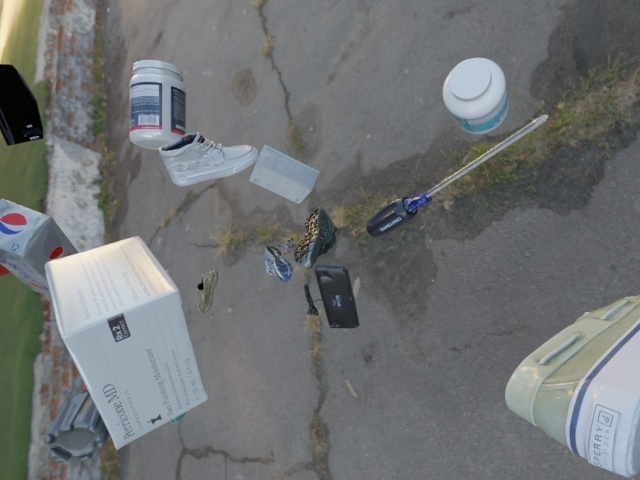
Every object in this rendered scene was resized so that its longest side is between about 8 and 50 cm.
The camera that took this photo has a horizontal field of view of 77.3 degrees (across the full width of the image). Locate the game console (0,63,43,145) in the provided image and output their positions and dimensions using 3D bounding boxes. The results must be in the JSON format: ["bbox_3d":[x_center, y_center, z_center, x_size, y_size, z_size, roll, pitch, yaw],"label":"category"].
[{"bbox_3d":[-0.898,-0.347,1.045,0.044,0.361,0.213,-6,111,13],"label":"game console"}]

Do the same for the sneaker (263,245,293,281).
[{"bbox_3d":[-0.115,0.073,1.067,0.135,0.052,0.058,53,126,48],"label":"sneaker"}]

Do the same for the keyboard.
[{"bbox_3d":[0.031,0.218,1.508,0.201,0.317,0.033,-2,36,15],"label":"keyboard"}]

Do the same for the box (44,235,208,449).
[{"bbox_3d":[-0.246,0.118,0.512,0.182,0.119,0.181,32,135,46],"label":"box"}]

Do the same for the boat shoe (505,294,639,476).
[{"bbox_3d":[0.289,0.098,0.377,0.094,0.302,0.109,17,112,51],"label":"boat shoe"}]

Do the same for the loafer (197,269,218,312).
[{"bbox_3d":[-0.355,0.155,1.226,0.056,0.050,0.148,45,120,57],"label":"loafer"}]

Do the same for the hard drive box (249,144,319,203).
[{"bbox_3d":[-0.146,-0.251,1.571,0.089,0.232,0.181,-69,13,-19],"label":"hard drive box"}]

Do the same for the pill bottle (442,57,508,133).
[{"bbox_3d":[0.403,-0.375,1.038,0.146,0.264,0.146,0,90,28],"label":"pill bottle"}]

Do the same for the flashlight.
[{"bbox_3d":[-0.355,0.212,0.696,0.304,0.103,0.103,-105,18,-62],"label":"flashlight"}]

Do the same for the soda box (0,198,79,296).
[{"bbox_3d":[-0.572,0.036,0.822,0.286,0.098,0.091,117,172,-61],"label":"soda box"}]

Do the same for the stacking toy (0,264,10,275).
[{"bbox_3d":[-0.754,0.095,0.781,0.141,0.330,0.141,17,131,20],"label":"stacking toy"}]

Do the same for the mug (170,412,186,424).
[{"bbox_3d":[-0.367,0.347,0.949,0.129,0.157,0.097,-7,36,44],"label":"mug"}]

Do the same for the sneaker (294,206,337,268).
[{"bbox_3d":[0.000,0.000,1.224,0.101,0.106,0.267,-35,23,33],"label":"sneaker"}]

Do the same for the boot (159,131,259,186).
[{"bbox_3d":[-0.309,-0.243,1.114,0.258,0.123,0.095,-19,43,-4],"label":"boot"}]

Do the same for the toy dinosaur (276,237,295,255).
[{"bbox_3d":[-0.111,0.027,1.441,0.047,0.090,0.082,-19,48,32],"label":"toy dinosaur"}]

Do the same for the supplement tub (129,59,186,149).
[{"bbox_3d":[-0.583,-0.477,1.441,0.191,0.191,0.272,0,90,43],"label":"supplement tub"}]

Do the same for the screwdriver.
[{"bbox_3d":[0.089,-0.037,0.293,0.170,0.024,0.025,-29,85,54],"label":"screwdriver"}]
